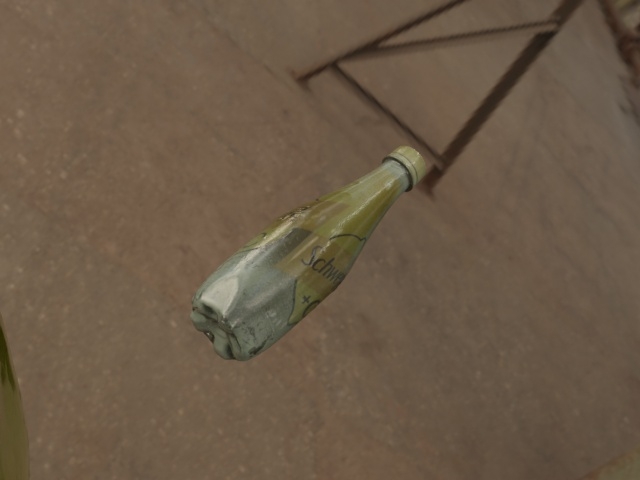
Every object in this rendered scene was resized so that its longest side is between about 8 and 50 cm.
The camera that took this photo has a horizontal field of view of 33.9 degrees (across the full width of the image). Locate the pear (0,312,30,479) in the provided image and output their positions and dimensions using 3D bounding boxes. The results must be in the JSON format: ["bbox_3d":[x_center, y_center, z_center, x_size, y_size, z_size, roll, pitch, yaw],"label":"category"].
[{"bbox_3d":[-0.259,0.101,0.319,0.287,0.375,0.287,39,15,-13],"label":"pear"}]

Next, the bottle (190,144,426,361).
[{"bbox_3d":[0.000,0.000,0.939,0.269,0.083,0.083,-42,92,-27],"label":"bottle"}]
